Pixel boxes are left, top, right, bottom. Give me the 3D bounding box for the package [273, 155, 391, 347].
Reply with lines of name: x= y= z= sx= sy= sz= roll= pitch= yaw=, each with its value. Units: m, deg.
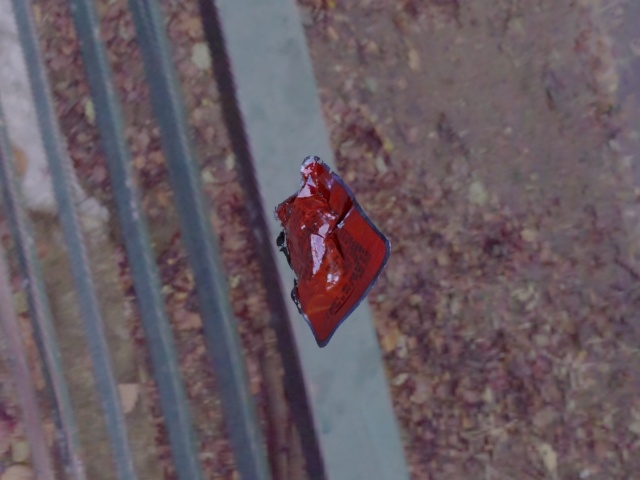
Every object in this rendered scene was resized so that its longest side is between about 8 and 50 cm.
package: x=0.000 y=0.000 z=1.731 sx=0.071 sy=0.194 sz=0.269 roll=9 pitch=35 yaw=-24
